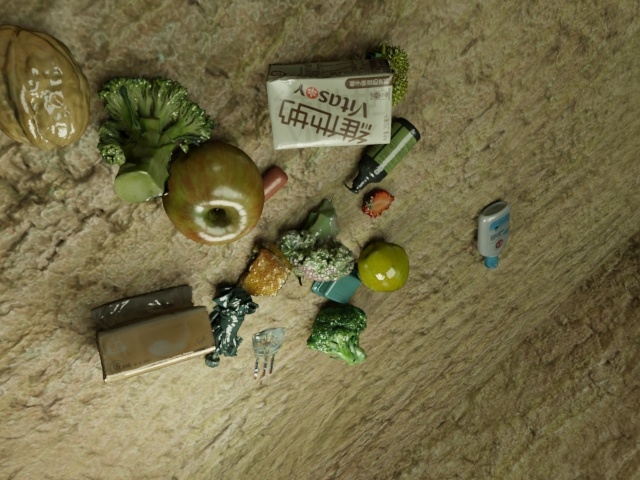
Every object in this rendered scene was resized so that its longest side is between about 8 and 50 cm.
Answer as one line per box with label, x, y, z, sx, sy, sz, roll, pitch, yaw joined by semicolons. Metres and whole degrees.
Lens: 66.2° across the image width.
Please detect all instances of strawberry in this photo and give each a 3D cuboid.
strawberry;0.198;-0.133;1.731;0.152;0.048;0.104;-10;120;-47

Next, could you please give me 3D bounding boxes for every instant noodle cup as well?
instant noodle cup;0.070;0.164;1.836;0.179;0.070;0.157;28;101;-43

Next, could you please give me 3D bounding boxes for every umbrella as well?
umbrella;-0.320;0.303;1.635;0.349;0.143;0.094;-63;177;28

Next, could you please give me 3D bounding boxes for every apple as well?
apple;-0.277;-0.130;1.276;0.264;0.264;0.265;-18;129;-24

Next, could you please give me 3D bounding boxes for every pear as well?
pear;0.235;0.097;1.830;0.198;0.198;0.198;-18;129;-24

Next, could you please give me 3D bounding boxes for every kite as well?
kite;-0.206;0.432;1.871;0.141;0.015;0.245;-6;123;-29

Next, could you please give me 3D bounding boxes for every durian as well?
durian;0.184;-0.466;1.393;0.145;0.159;0.198;16;131;-2

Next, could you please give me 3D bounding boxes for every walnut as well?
walnut;-0.564;-0.297;0.977;0.198;0.198;0.245;-14;124;-27

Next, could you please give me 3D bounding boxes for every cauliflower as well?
cauliflower;0.000;0.000;1.603;0.256;0.239;0.316;14;96;1

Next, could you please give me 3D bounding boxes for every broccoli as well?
broccoli;0.078;0.362;1.874;0.261;0.269;0.242;-27;90;-18
broccoli;-0.396;-0.204;1.060;0.251;0.361;0.221;15;125;0

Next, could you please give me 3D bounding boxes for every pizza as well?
pizza;-0.176;0.108;1.585;0.226;0.147;0.069;-60;177;30

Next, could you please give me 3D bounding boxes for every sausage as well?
sausage;-0.165;-0.153;1.447;0.154;0.062;0.062;-41;135;-4

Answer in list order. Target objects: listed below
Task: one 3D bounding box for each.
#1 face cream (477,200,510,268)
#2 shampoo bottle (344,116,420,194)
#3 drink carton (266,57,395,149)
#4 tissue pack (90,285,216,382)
face cream;0.768;-0.011;2.190;0.163;0.080;0.337;-28;132;-17
shampoo bottle;0.196;-0.264;1.593;0.284;0.101;0.101;-48;135;3
drink carton;0.030;-0.358;1.296;0.324;0.132;0.194;-2;127;3
tissue pack;-0.493;0.265;1.435;0.305;0.238;0.239;-13;127;-27
